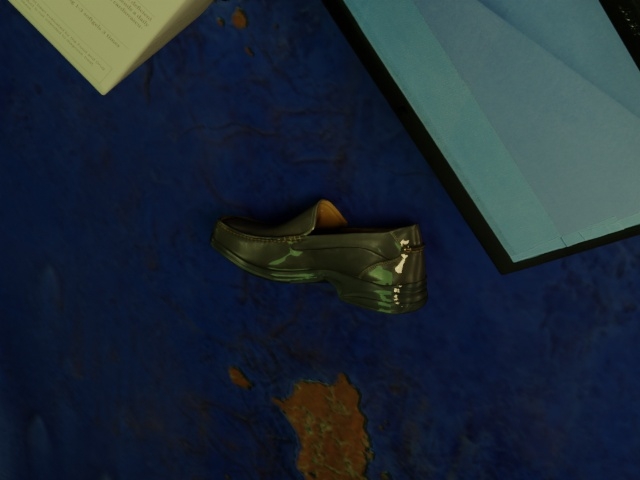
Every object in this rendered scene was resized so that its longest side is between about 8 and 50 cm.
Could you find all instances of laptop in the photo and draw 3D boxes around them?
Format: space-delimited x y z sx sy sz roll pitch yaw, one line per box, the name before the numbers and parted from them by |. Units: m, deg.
laptop | 0.116 -0.065 0.750 0.136 0.264 0.234 -34 111 3

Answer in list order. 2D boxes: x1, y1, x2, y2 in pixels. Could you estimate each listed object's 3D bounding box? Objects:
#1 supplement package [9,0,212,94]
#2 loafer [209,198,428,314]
supplement package | -0.077 -0.177 0.813 0.105 0.105 0.179 46 136 -4
loafer | 0.000 0.000 1.132 0.170 0.062 0.061 14 109 25
